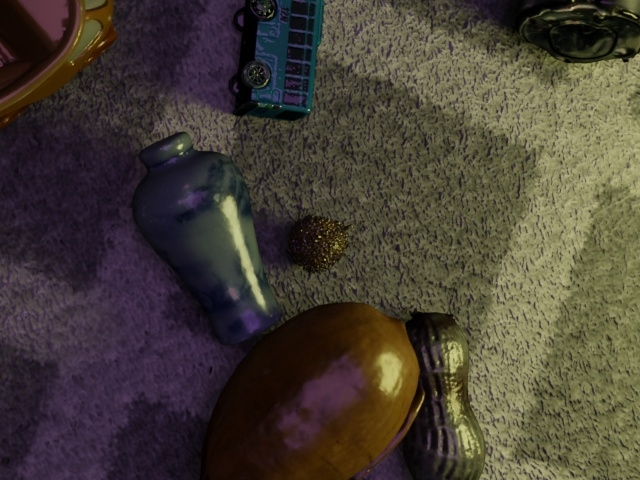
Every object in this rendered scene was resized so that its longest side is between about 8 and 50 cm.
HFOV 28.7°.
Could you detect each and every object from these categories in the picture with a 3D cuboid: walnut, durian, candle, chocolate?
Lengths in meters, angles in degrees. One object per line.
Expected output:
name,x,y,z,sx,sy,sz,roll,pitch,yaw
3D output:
walnut,-0.029,0.210,1.494,0.336,0.209,0.209,-39,96,-12
durian,0.000,0.000,1.581,0.091,0.080,0.080,-28,93,5
candle,0.368,-0.412,1.671,0.187,0.187,0.330,12,80,-15
chocolate,0.151,0.211,1.592,0.110,0.110,0.248,-9,90,-17

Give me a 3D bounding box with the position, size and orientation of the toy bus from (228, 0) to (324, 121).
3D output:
toy bus,-0.054,-0.249,1.585,0.106,0.090,0.185,7,85,-16

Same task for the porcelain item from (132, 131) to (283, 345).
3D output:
porcelain item,-0.138,-0.004,1.520,0.141,0.141,0.259,-27,102,-17

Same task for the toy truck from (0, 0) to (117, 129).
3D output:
toy truck,-0.372,-0.251,1.431,0.288,0.211,0.204,-41,98,-12
